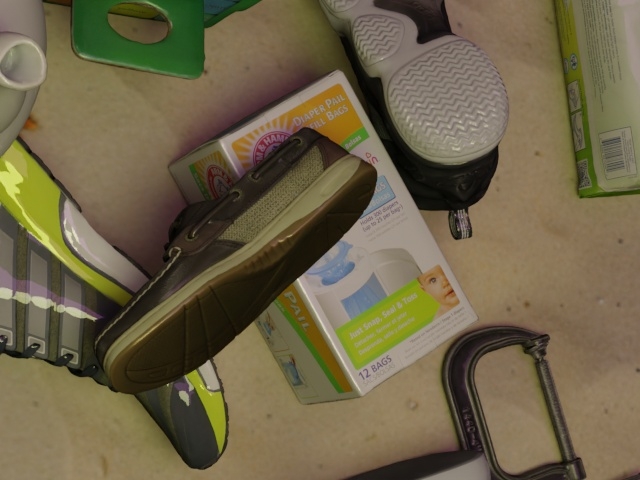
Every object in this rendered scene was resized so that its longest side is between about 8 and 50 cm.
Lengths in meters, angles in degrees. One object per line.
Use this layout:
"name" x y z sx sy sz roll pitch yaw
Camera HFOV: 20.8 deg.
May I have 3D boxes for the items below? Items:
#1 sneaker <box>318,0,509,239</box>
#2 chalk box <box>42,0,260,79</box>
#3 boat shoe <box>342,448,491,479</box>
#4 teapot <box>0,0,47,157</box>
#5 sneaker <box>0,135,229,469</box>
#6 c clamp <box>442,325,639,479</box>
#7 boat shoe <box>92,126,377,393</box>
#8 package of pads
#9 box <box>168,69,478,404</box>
"sneaker" 0.058 -0.123 1.278 0.101 0.153 0.268 -15 53 -9
"chalk box" -0.117 -0.249 1.173 0.180 0.179 0.289 9 80 -24
"boat shoe" -0.024 0.263 1.173 0.367 0.136 0.156 -15 92 -35
"teapot" -0.293 -0.145 1.033 0.256 0.187 0.252 -13 66 -2
"sneaker" -0.181 0.047 1.150 0.121 0.111 0.300 -45 95 -14
"c clamp" 0.162 0.135 1.328 0.137 0.022 0.160 -23 93 -20
"boat shoe" -0.062 0.009 1.108 0.223 0.080 0.073 -39 63 -21
"package of pads" 0.334 -0.160 1.403 0.297 0.101 0.229 -5 85 -25
"box" 0.000 0.000 1.227 0.114 0.103 0.203 -31 95 -25
